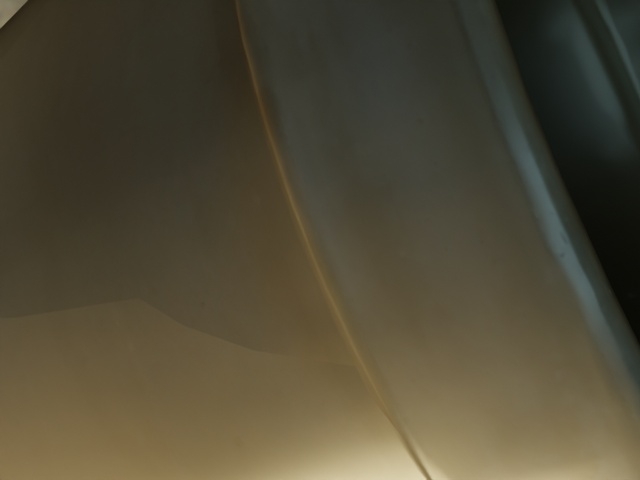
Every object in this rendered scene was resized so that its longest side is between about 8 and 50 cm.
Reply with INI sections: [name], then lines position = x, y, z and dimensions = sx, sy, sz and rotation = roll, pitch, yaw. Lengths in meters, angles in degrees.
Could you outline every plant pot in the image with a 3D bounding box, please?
[plant pot]
position = 0.000, 0.000, 0.512
dimensions = 0.280, 0.323, 0.323
rotation = -22, 109, 28
